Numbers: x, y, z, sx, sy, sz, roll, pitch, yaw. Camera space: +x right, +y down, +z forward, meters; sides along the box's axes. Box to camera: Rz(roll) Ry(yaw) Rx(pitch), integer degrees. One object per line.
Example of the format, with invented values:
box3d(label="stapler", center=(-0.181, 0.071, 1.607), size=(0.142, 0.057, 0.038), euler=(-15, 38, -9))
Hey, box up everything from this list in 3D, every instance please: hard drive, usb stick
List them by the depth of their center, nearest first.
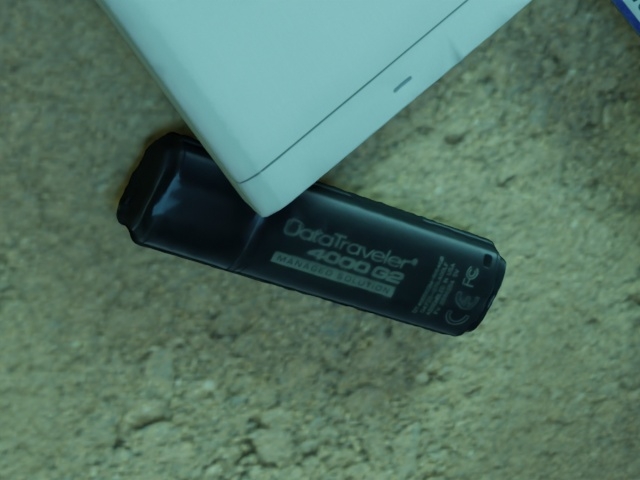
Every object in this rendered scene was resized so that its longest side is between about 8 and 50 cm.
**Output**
box3d(label="hard drive", center=(-0.032, -0.205, 1.013), size=(0.233, 0.047, 0.353), euler=(-40, 129, -5))
box3d(label="usb stick", center=(0.000, 0.000, 1.191), size=(0.278, 0.045, 0.077), euler=(18, 106, -31))

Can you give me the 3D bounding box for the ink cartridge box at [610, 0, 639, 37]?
box3d(label="ink cartridge box", center=(0.355, -0.211, 1.171), size=(0.330, 0.071, 0.324), euler=(-35, 130, 15))
